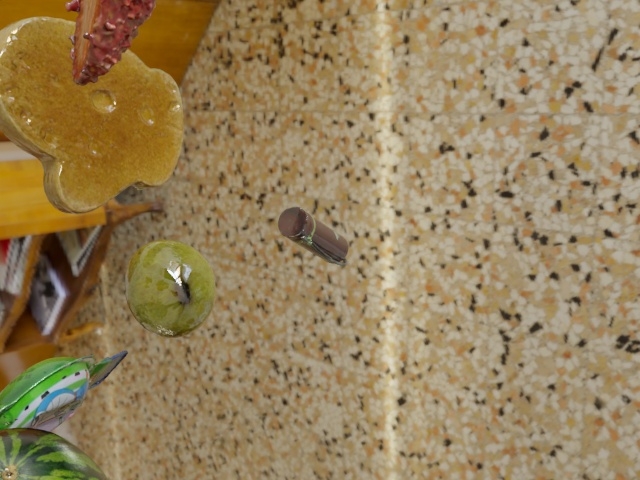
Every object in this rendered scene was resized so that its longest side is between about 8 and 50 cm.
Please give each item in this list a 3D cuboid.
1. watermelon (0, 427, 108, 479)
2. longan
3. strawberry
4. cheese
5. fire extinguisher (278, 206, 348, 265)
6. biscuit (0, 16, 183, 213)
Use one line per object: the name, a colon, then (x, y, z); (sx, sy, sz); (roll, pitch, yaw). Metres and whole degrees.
watermelon: (-0.376, 0.378, 0.855); (0.285, 0.285, 0.285); (13, 108, 45)
longan: (-0.246, 0.077, 1.156); (0.176, 0.145, 0.154); (5, 81, 53)
strawberry: (-0.191, -0.259, 0.680); (0.167, 0.087, 0.208); (63, 144, 34)
cheese: (-0.426, 0.249, 1.180); (0.083, 0.320, 0.204); (46, 107, 10)
fire extinguisher: (0.000, 0.000, 0.967); (0.043, 0.158, 0.064); (-39, 59, 12)
biscuit: (-0.352, -0.176, 1.099); (0.057, 0.344, 0.287); (-3, 77, 37)
